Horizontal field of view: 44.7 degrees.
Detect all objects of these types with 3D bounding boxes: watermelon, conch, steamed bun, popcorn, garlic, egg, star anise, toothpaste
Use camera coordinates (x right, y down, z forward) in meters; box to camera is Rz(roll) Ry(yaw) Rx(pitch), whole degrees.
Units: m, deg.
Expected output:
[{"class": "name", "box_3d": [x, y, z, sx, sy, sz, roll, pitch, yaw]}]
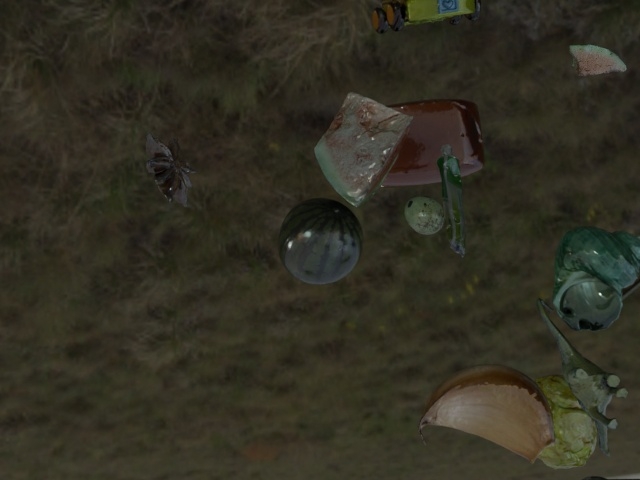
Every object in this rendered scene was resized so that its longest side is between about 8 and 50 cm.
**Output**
[{"class": "watermelon", "box_3d": [0.718, -0.463, 2.045, 0.155, 0.080, 0.101, -6, 172, -2]}, {"class": "conch", "box_3d": [0.551, 0.057, 1.537, 0.202, 0.196, 0.134, -36, -176, 40]}, {"class": "steamed bun", "box_3d": [0.264, -0.269, 2.201, 0.379, 0.235, 0.248, -6, 180, 9]}, {"class": "watermelon", "box_3d": [0.123, -0.214, 1.822, 0.310, 0.193, 0.231, -36, 141, -37]}, {"class": "popcorn", "box_3d": [0.573, 0.436, 1.878, 0.184, 0.221, 0.204, -18, 167, 35]}, {"class": "garlic", "box_3d": [0.237, 0.242, 1.149, 0.207, 0.128, 0.115, 12, 178, -8]}, {"class": "egg", "box_3d": [0.240, -0.061, 1.812, 0.085, 0.110, 0.085, -16, 129, -20]}, {"class": "star anise", "box_3d": [-0.367, -0.178, 1.865, 0.065, 0.195, 0.182, -13, 137, 21]}, {"class": "toothpaste", "box_3d": [0.275, -0.089, 1.634, 0.047, 0.248, 0.078, -14, 155, 26]}, {"class": "watermelon", "box_3d": [0.000, 0.000, 1.849, 0.212, 0.212, 0.212, -7, 161, -2]}]

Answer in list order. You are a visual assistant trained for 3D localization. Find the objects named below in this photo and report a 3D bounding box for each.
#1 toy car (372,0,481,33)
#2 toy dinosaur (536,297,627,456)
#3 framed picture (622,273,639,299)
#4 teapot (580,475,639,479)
[{"class": "toy car", "box_3d": [0.216, -0.518, 1.634, 0.200, 0.142, 0.248, -12, -167, -17]}, {"class": "toy dinosaur", "box_3d": [0.525, 0.281, 1.543, 0.076, 0.363, 0.147, -28, -176, -11]}, {"class": "framed picture", "box_3d": [0.701, 0.099, 1.855, 0.173, 0.010, 0.231, -43, -176, 13]}, {"class": "teapot", "box_3d": [0.762, 0.664, 1.821, 0.337, 0.200, 0.270, 9, -162, -29]}]
